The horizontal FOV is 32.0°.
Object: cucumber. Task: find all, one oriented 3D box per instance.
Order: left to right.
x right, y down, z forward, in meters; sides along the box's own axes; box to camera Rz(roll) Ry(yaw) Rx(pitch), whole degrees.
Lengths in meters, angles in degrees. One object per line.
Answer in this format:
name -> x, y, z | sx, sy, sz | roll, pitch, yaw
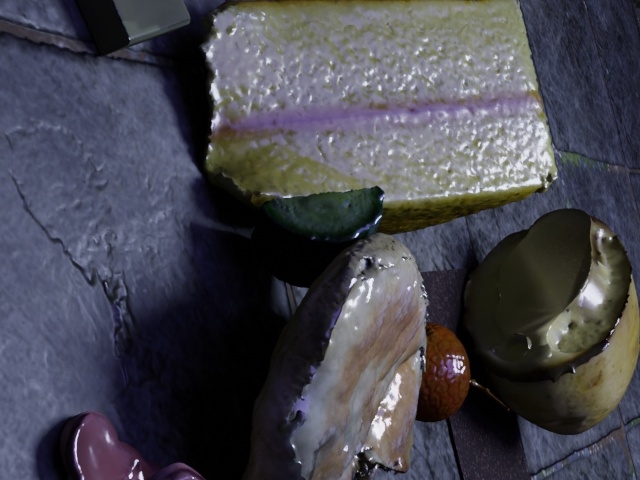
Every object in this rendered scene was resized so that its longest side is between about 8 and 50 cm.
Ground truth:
cucumber -> 0.000, 0.000, 1.035 | 0.115, 0.116, 0.062 | 111, -34, -61

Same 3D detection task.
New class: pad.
pad -> 0.202, 0.196, 1.430 | 0.220, 0.004, 0.330 | 0, 76, -61

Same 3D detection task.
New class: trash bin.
trash bin -> -0.162, -0.200, 0.958 | 0.092, 0.043, 0.061 | -41, 112, -55

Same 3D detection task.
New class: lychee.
lychee -> 0.119, 0.148, 1.208 | 0.140, 0.101, 0.114 | 19, 48, -61

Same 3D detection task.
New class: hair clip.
hair clip -> -0.149, 0.207, 0.786 | 0.123, 0.102, 0.138 | 44, 73, -39

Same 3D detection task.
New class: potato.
potato -> 0.314, 0.128, 1.453 | 0.242, 0.242, 0.285 | 52, 28, -34

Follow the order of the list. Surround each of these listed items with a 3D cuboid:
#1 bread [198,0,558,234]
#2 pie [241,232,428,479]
bread -> 0.059, -0.134, 1.116 | 0.361, 0.244, 0.233 | -2, 78, -64
pie -> 0.024, 0.139, 0.989 | 0.337, 0.075, 0.338 | 11, 90, -67
